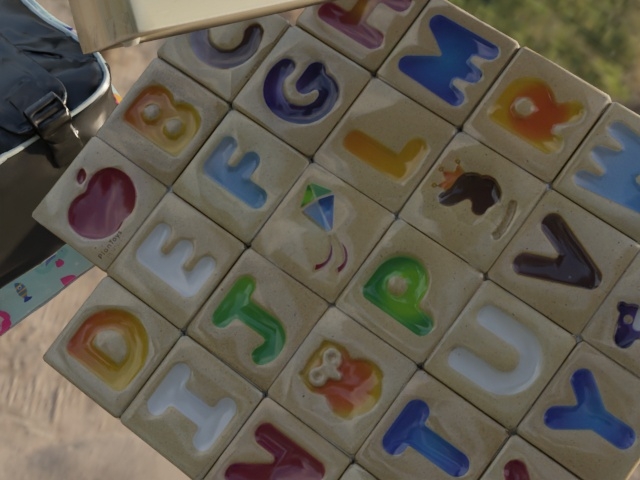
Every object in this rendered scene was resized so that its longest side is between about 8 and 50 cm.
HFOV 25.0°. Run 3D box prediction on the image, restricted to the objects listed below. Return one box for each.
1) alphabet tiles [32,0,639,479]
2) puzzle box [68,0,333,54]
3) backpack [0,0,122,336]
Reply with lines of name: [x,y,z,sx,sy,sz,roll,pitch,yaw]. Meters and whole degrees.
alphabet tiles: [0.023,0.011,0.745,0.342,0.011,0.285,35,84,20]
puzzle box: [0.048,-0.252,0.630,0.408,0.052,0.272,-18,96,-33]
backpack: [-0.254,-0.066,1.021,0.225,0.191,0.253,-38,52,-13]
